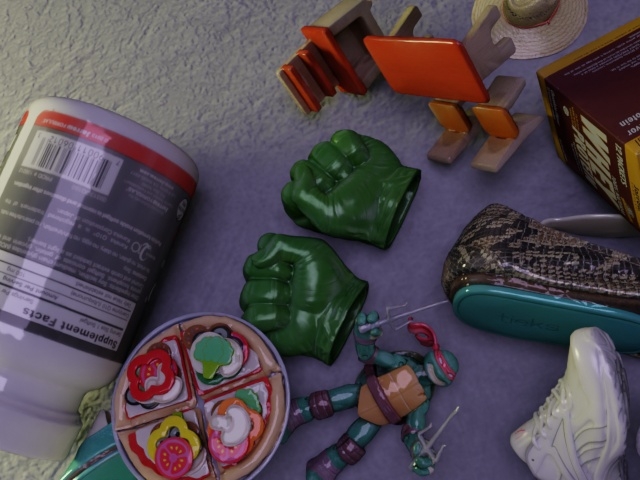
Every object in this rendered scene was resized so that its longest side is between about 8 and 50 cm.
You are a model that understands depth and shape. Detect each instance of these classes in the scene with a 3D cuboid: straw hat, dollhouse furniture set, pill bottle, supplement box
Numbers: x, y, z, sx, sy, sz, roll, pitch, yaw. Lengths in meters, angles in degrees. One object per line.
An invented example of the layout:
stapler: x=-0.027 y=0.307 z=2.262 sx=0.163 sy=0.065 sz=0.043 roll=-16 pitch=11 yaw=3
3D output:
straw hat: x=0.258 y=-0.295 z=0.995 sx=0.145 sy=0.061 sz=0.144 roll=-2 pitch=75 yaw=9
dollhouse furniture set: x=0.080 y=-0.196 z=0.909 sx=0.135 sy=0.262 sz=0.259 roll=-48 pitch=35 yaw=-15
pill bottle: x=-0.295 y=0.042 z=0.916 sx=0.210 sy=0.210 sz=0.362 roll=18 pitch=79 yaw=13
supplement box: x=0.368 y=-0.132 z=0.856 sx=0.191 sy=0.129 sz=0.194 roll=-28 pitch=39 yaw=1

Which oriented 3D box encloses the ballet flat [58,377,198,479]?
ballet flat: x=-0.206 y=0.214 z=0.934 sx=0.247 sy=0.083 sz=0.087 roll=-35 pitch=49 yaw=-1

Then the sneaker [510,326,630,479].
sneaker: x=0.245 y=0.189 z=0.809 sx=0.115 sy=0.090 sz=0.232 roll=0 pitch=116 yaw=20

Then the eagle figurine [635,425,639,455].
eagle figurine: x=0.400 y=0.300 z=0.750 sx=0.226 sy=0.298 sz=0.225 roll=11 pitch=51 yaw=37

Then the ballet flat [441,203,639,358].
ballet flat: x=0.374 y=0.064 z=0.847 sx=0.483 sy=0.164 sz=0.182 roll=19 pitch=59 yaw=15

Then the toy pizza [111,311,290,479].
toy pizza: x=-0.132 y=0.171 z=0.863 sx=0.202 sy=0.032 sz=0.201 roll=-4 pitch=70 yaw=12

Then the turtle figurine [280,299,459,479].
turtle figurine: x=0.069 y=0.171 z=0.872 sx=0.234 sy=0.118 sz=0.175 roll=-33 pitch=75 yaw=11

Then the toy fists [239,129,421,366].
toy fists: x=0.000 y=0.000 z=0.941 sx=0.142 sy=0.096 sz=0.279 roll=23 pitch=81 yaw=15
